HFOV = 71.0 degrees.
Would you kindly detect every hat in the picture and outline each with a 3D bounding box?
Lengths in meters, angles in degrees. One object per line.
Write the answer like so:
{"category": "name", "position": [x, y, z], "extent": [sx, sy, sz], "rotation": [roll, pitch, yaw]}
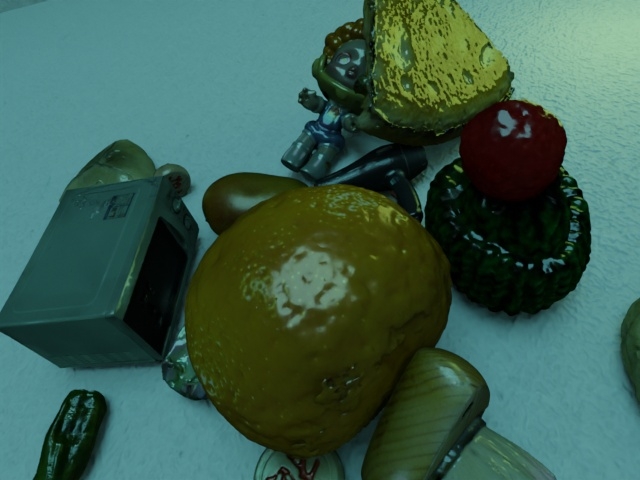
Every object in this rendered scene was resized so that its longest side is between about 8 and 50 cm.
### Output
{"category": "hat", "position": [0.275, -0.069, 0.643], "extent": [0.242, 0.332, 0.274], "rotation": [-25, 52, -4]}

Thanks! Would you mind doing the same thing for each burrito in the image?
{"category": "burrito", "position": [-0.161, 0.150, 0.740], "extent": [0.144, 0.089, 0.228], "rotation": [2, 50, 33]}

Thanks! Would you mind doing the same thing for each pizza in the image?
{"category": "pizza", "position": [0.198, -0.329, 0.880], "extent": [0.080, 0.435, 0.391], "rotation": [-17, 39, 59]}

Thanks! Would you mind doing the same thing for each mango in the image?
{"category": "mango", "position": [-0.123, -0.065, 0.880], "extent": [0.221, 0.120, 0.151], "rotation": [5, 54, 10]}

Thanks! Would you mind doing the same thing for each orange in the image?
{"category": "orange", "position": [-0.009, 0.085, 0.576], "extent": [0.341, 0.340, 0.293], "rotation": [-41, 67, -19]}

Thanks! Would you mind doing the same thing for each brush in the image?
{"category": "brush", "position": [0.152, 0.233, 0.476], "extent": [0.174, 0.266, 0.166], "rotation": [-36, 50, -27]}

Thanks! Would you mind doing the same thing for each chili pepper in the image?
{"category": "chili pepper", "position": [-0.381, 0.323, 0.669], "extent": [0.072, 0.073, 0.203], "rotation": [5, 53, 1]}

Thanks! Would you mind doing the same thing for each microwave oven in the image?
{"category": "microwave oven", "position": [-0.365, 0.057, 0.803], "extent": [0.238, 0.181, 0.294], "rotation": [-7, 50, 11]}

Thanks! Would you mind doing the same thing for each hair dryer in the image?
{"category": "hair dryer", "position": [0.116, -0.077, 0.827], "extent": [0.236, 0.091, 0.271], "rotation": [-19, 41, 0]}

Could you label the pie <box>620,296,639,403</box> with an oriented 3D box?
{"category": "pie", "position": [0.557, 0.170, 0.546], "extent": [0.340, 0.077, 0.338], "rotation": [-7, 54, 9]}

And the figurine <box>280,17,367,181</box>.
{"category": "figurine", "position": [0.041, -0.310, 1.002], "extent": [0.382, 0.205, 0.224], "rotation": [-44, 78, -4]}

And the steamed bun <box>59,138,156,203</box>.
{"category": "steamed bun", "position": [-0.475, -0.154, 1.052], "extent": [0.213, 0.110, 0.231], "rotation": [17, 61, 25]}

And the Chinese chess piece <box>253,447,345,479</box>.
{"category": "Chinese chess piece", "position": [-0.028, 0.317, 0.591], "extent": [0.122, 0.051, 0.122], "rotation": [-7, 50, 9]}

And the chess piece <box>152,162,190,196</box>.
{"category": "chess piece", "position": [-0.336, -0.133, 1.012], "extent": [0.084, 0.083, 0.038], "rotation": [-30, 51, -10]}
